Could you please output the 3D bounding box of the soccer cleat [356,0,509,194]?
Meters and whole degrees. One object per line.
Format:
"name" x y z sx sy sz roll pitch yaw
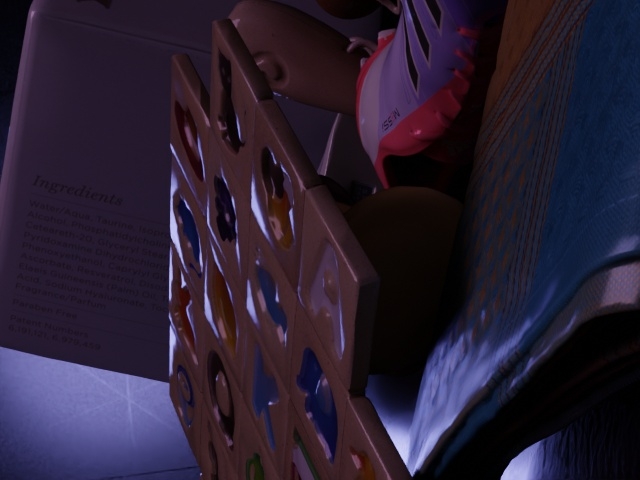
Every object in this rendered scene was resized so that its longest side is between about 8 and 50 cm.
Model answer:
"soccer cleat" 0.069 -0.091 0.890 0.248 0.083 0.095 119 143 -68

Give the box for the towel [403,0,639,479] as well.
"towel" 0.109 -0.106 0.632 0.271 0.040 0.370 118 167 -69

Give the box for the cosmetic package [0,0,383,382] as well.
"cosmetic package" -0.140 -0.103 1.834 0.329 0.327 0.393 -83 8 -56

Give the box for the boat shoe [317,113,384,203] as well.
"boat shoe" 0.017 0.008 1.222 0.081 0.079 0.227 51 -123 -84

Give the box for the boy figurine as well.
"boy figurine" 0.000 0.000 0.903 0.092 0.177 0.285 -49 16 -6

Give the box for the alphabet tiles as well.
"alphabet tiles" -0.022 0.088 0.807 0.285 0.011 0.342 -118 24 -44

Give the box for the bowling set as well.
"bowling set" 0.039 -0.130 1.111 0.200 0.154 0.287 -54 -15 -47
